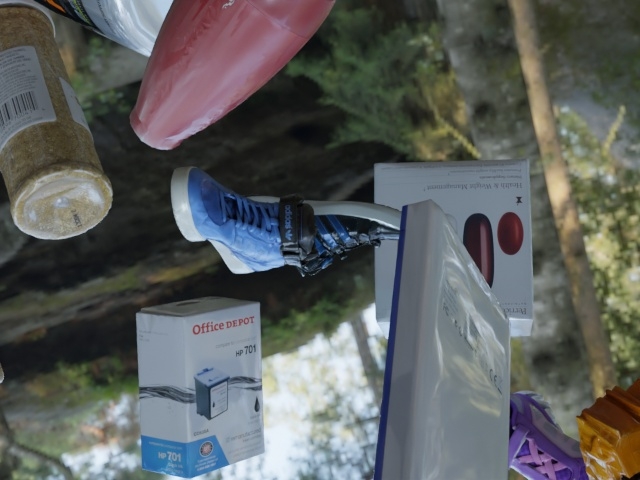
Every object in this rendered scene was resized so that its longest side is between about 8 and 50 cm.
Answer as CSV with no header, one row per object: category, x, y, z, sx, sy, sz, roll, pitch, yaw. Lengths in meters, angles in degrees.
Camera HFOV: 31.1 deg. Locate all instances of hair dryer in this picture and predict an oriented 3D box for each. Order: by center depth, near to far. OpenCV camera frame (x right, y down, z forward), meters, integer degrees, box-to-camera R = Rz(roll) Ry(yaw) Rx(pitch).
hair dryer,-0.001,-0.158,0.714,0.293,0.080,0.223,-39,170,-1

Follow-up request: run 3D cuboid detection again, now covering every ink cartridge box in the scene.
ink cartridge box,-0.141,0.170,1.365,0.082,0.190,0.140,4,-172,38

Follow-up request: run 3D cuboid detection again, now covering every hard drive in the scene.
hard drive,0.114,0.151,1.006,0.040,0.210,0.318,-13,-134,25

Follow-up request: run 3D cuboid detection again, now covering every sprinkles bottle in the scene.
sprinkles bottle,-0.358,-0.166,1.419,0.121,0.121,0.355,-19,-125,-10

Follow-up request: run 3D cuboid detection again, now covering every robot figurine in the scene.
robot figurine,0.303,0.258,0.923,0.085,0.291,0.211,-35,-146,-18

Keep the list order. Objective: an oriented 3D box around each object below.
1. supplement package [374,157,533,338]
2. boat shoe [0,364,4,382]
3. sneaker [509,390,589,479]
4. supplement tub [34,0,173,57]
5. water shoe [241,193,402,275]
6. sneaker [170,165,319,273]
supplement package,0.169,0.014,1.456,0.194,0.203,0.149,-2,168,8
boat shoe,-0.509,0.189,1.236,0.341,0.110,0.121,-29,173,1
sneaker,0.252,0.248,1.327,0.104,0.095,0.236,24,-168,-37
supplement tub,-0.230,-0.336,1.284,0.207,0.207,0.338,-27,-143,-30
water shoe,0.000,0.000,1.213,0.203,0.080,0.073,4,172,9
sneaker,-0.049,-0.018,0.864,0.085,0.152,0.058,-8,-116,16
